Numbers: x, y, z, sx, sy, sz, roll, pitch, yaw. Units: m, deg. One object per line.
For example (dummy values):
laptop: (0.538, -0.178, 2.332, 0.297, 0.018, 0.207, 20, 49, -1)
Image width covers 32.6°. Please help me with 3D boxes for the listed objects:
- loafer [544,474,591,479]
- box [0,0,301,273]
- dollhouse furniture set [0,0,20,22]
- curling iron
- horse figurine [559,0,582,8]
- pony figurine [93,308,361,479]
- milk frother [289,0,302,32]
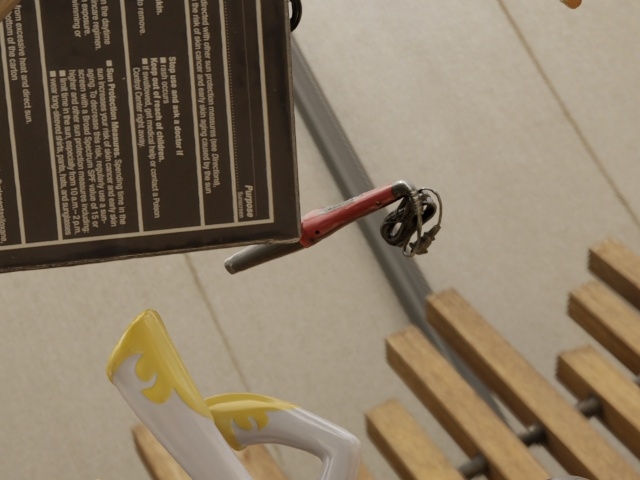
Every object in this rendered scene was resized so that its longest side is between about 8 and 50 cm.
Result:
loafer: (0.084, 0.222, 0.553, 0.220, 0.080, 0.078, -67, -15, 10)
box: (-0.183, -0.138, 0.834, 0.294, 0.183, 0.296, -6, -79, -16)
dollhouse furniture set: (-0.220, -0.103, 0.555, 0.076, 0.058, 0.151, 40, -99, -13)
curling iron: (0.000, 0.000, 1.012, 0.035, 0.274, 0.068, -15, -89, -48)
horse figurine: (0.088, -0.245, 0.726, 0.066, 0.174, 0.263, -46, -30, -8)
pony figurine: (-0.028, 0.267, 0.651, 0.351, 0.364, 0.303, -59, -16, -6)
milk frother: (-0.088, -0.269, 1.232, 0.143, 0.134, 0.129, 17, -52, -2)
